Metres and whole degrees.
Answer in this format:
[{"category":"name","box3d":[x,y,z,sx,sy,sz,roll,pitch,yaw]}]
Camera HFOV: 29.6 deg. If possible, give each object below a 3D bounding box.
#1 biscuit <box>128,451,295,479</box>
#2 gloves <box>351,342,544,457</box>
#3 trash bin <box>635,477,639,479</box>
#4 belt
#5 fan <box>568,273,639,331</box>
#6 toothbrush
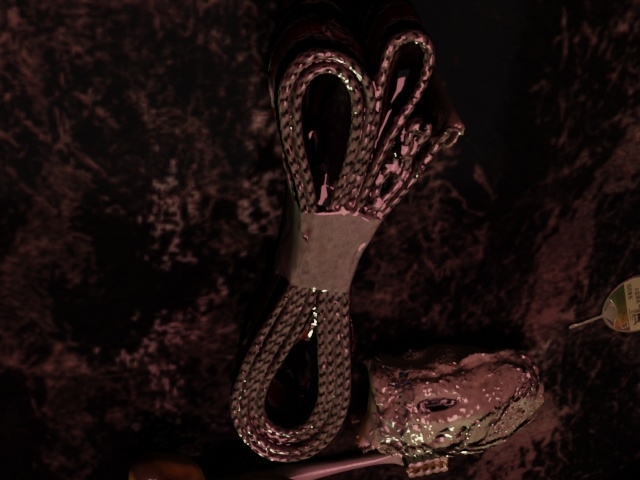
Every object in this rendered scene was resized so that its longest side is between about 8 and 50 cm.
[{"category":"biscuit","box3d":[-0.117,0.269,0.996,0.164,0.047,0.208,18,110,-27]},{"category":"gloves","box3d":[0.107,0.138,0.995,0.153,0.070,0.114,-3,125,-14]},{"category":"trash bin","box3d":[0.350,0.367,1.109,0.219,0.250,0.220,29,114,-24]},{"category":"belt","box3d":[0.000,0.000,0.858,0.126,0.094,0.359,7,121,-13]},{"category":"fan","box3d":[0.255,0.062,1.020,0.080,0.003,0.060,-42,123,16]},{"category":"toothbrush","box3d":[-0.056,0.210,1.032,0.342,0.030,0.025,-8,122,-6]}]
